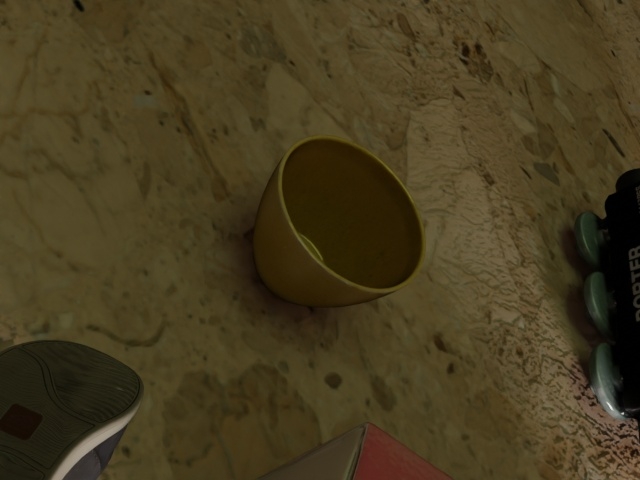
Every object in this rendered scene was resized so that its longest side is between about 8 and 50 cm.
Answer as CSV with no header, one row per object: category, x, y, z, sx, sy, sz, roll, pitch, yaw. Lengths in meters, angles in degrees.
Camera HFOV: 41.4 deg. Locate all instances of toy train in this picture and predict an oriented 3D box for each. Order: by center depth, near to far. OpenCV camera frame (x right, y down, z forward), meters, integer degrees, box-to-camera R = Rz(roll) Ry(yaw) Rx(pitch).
toy train,0.371,0.080,0.883,0.190,0.142,0.334,34,45,-29

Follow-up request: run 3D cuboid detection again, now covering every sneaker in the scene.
sneaker,-0.172,0.138,0.453,0.083,0.118,0.222,26,16,3

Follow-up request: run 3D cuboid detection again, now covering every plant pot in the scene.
plant pot,0.000,0.000,0.659,0.134,0.095,0.134,21,50,-27

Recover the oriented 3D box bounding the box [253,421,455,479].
box,0.058,0.237,0.506,0.232,0.149,0.126,37,45,-14
